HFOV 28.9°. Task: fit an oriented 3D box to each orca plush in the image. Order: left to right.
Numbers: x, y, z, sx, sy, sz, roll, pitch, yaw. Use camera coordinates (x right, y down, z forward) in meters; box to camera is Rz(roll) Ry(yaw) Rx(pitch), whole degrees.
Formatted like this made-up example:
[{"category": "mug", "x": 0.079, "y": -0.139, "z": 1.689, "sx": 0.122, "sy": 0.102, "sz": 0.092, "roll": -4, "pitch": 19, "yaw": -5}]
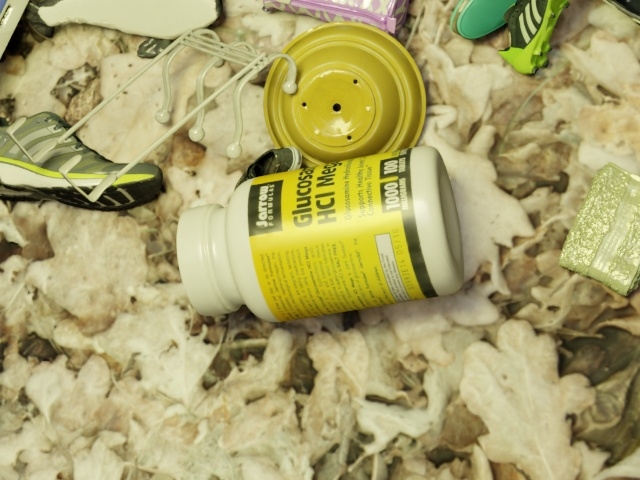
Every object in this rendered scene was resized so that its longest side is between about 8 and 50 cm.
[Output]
[{"category": "orca plush", "x": -0.269, "y": -0.340, "z": 1.771, "sx": 0.287, "sy": 0.102, "sz": 0.151, "roll": -13, "pitch": 121, "yaw": 22}]

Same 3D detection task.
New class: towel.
[{"category": "towel", "x": 0.369, "y": -0.015, "z": 1.547, "sx": 0.110, "sy": 0.027, "sz": 0.148, "roll": 26, "pitch": 87, "yaw": 19}]

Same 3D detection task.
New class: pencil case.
[{"category": "pencil case", "x": 0.017, "y": -0.330, "z": 1.670, "sx": 0.206, "sy": 0.088, "sz": 0.086, "roll": 14, "pitch": 122, "yaw": 16}]

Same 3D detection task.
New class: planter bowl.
[{"category": "planter bowl", "x": 0.026, "y": -0.173, "z": 1.600, "sx": 0.217, "sy": 0.090, "sz": 0.217, "roll": 1, "pitch": 99, "yaw": 7}]

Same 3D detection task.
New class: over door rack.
[{"category": "over door rack", "x": -0.212, "y": -0.154, "z": 1.597, "sx": 0.324, "sy": 0.108, "sz": 0.239, "roll": -32, "pitch": 30, "yaw": -19}]

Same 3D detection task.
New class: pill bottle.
[{"category": "pill bottle", "x": 0.000, "y": 0.000, "z": 1.557, "sx": 0.334, "sy": 0.188, "sz": 0.187, "roll": -10, "pitch": 77, "yaw": 13}]

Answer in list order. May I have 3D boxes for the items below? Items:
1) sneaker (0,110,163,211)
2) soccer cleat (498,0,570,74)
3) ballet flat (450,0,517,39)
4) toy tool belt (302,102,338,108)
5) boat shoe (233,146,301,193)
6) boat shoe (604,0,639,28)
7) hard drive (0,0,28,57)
[{"category": "sneaker", "x": -0.358, "y": -0.117, "z": 1.722, "sx": 0.300, "sy": 0.111, "sz": 0.121, "roll": 8, "pitch": 76, "yaw": 14}, {"category": "soccer cleat", "x": 0.273, "y": -0.294, "z": 1.572, "sx": 0.072, "sy": 0.060, "sz": 0.178, "roll": 37, "pitch": 130, "yaw": 26}, {"category": "ballet flat", "x": 0.257, "y": -0.361, "z": 1.629, "sx": 0.247, "sy": 0.083, "sz": 0.087, "roll": -41, "pitch": 44, "yaw": 4}, {"category": "toy tool belt", "x": -0.003, "y": -0.183, "z": 1.674, "sx": 0.083, "sy": 0.052, "sz": 0.051, "roll": -25, "pitch": 103, "yaw": 11}, {"category": "boat shoe", "x": -0.079, "y": -0.088, "z": 1.636, "sx": 0.142, "sy": 0.040, "sz": 0.049, "roll": -33, "pitch": 62, "yaw": 47}, {"category": "boat shoe", "x": 0.375, "y": -0.330, "z": 1.555, "sx": 0.206, "sy": 0.065, "sz": 0.075, "roll": 40, "pitch": 97, "yaw": -3}, {"category": "hard drive", "x": -0.551, "y": -0.357, "z": 1.806, "sx": 0.319, "sy": 0.040, "sz": 0.210, "roll": 22, "pitch": 85, "yaw": 35}]
